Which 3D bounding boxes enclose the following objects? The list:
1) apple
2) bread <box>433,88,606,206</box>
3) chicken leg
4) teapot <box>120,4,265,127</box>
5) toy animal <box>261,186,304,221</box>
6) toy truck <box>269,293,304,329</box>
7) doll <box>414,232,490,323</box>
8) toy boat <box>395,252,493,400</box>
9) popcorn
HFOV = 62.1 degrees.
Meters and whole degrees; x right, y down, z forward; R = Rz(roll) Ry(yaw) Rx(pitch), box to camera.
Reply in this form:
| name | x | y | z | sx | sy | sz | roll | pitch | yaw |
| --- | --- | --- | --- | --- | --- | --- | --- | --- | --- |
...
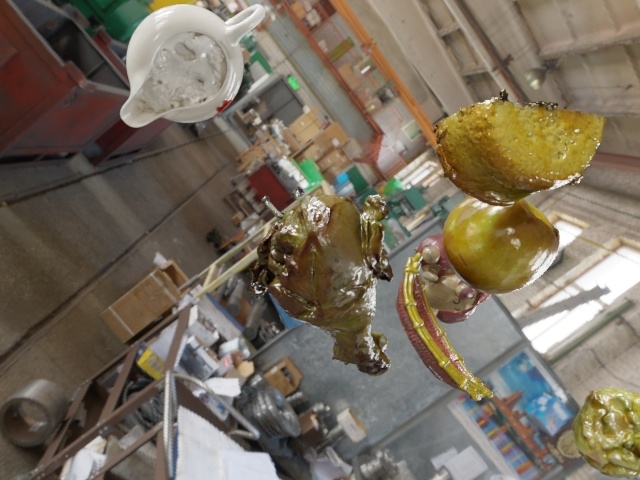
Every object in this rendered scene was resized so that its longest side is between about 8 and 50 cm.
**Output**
| name | x | y | z | sx | sy | sz | roll | pitch | yaw |
| --- | --- | --- | --- | --- | --- | --- | --- | --- | --- |
| apple | 0.369 | -0.003 | 1.073 | 0.237 | 0.207 | 0.237 | 25 | 45 | -28 |
| bread | 0.320 | -0.134 | 0.860 | 0.160 | 0.260 | 0.147 | 164 | -72 | -65 |
| chicken leg | 0.002 | 0.088 | 0.801 | 0.140 | 0.211 | 0.361 | -68 | 160 | -45 |
| teapot | -0.166 | -0.234 | 0.688 | 0.145 | 0.226 | 0.092 | 48 | 4 | -38 |
| toy animal | -0.004 | 0.004 | 0.951 | 0.176 | 0.073 | 0.217 | 58 | 12 | 28 |
| toy truck | -0.038 | 0.117 | 1.546 | 0.146 | 0.175 | 0.367 | 66 | 23 | -16 |
| doll | 0.360 | 0.105 | 1.466 | 0.152 | 0.196 | 0.256 | -67 | 141 | -73 |
| toy boat | 0.232 | 0.186 | 1.083 | 0.141 | 0.099 | 0.318 | 2 | 60 | -63 |
| popcorn | 0.649 | 0.421 | 1.154 | 0.167 | 0.187 | 0.185 | 21 | 38 | 14 |
